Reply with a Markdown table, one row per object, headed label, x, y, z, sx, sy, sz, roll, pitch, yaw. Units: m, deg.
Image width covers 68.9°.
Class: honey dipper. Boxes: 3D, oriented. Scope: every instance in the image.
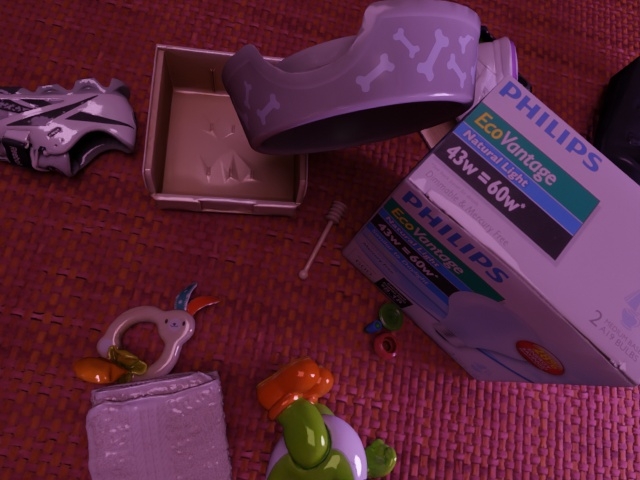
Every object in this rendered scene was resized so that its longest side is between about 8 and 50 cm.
| label | x | y | z | sx | sy | sz | roll | pitch | yaw |
| --- | --- | --- | --- | --- | --- | --- | --- | --- | --- |
| honey dipper | 0.000 | 0.000 | 0.856 | 0.031 | 0.030 | 0.160 | 30 | 75 | -1 |

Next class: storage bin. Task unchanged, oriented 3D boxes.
| label | x | y | z | sx | sy | sz | roll | pitch | yaw |
| --- | --- | --- | --- | --- | --- | --- | --- | --- | --- |
| storage bin | -0.159 | -0.187 | 0.830 | 0.263 | 0.123 | 0.260 | 3 | 74 | -9 |

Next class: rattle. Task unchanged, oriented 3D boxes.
| label | x | y | z | sx | sy | sz | roll | pitch | yaw |
| --- | --- | --- | --- | --- | --- | --- | --- | --- | --- |
| rattle | -0.261 | 0.131 | 0.720 | 0.200 | 0.142 | 0.130 | -34 | 58 | -8 |

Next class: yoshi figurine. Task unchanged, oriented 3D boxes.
| label | x | y | z | sx | sy | sz | roll | pitch | yaw |
| --- | --- | --- | --- | --- | --- | --- | --- | --- | --- |
| yoshi figurine | 0.063 | 0.332 | 0.648 | 0.204 | 0.203 | 0.362 | -10 | 57 | -36 |

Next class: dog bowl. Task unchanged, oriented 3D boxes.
| label | x | y | z | sx | sy | sz | roll | pitch | yaw |
| --- | --- | --- | --- | --- | --- | --- | --- | --- | --- |
| dog bowl | 0.046 | -0.199 | 0.644 | 0.349 | 0.349 | 0.102 | -11 | 94 | -12 |

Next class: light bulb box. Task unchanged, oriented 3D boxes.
| label | x | y | z | sx | sy | sz | roll | pitch | yaw |
| --- | --- | --- | --- | --- | --- | --- | --- | --- | --- |
| light bulb box | 0.265 | 0.020 | 0.719 | 0.358 | 0.361 | 0.225 | 43 | 72 | 4 |

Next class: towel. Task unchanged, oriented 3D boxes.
| label | x | y | z | sx | sy | sz | roll | pitch | yaw |
| --- | --- | --- | --- | --- | --- | --- | --- | --- | --- |
| towel | -0.221 | 0.331 | 0.670 | 0.187 | 0.049 | 0.281 | -8 | 98 | -12 |

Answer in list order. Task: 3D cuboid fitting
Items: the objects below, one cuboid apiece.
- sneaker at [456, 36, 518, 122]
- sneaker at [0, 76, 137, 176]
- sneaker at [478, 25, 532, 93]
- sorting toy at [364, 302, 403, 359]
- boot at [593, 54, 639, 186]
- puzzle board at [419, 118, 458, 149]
| label | x | y | z | sx | sy | sz | roll | pitch | yaw |
| --- | --- | --- | --- | --- | --- | --- | --- | --- | --- |
| sneaker | 0.317 | -0.251 | 0.943 | 0.152 | 0.114 | 0.304 | 0 | 80 | 20 |
| sneaker | -0.475 | -0.169 | 0.772 | 0.331 | 0.122 | 0.146 | -16 | 76 | -13 |
| sneaker | 0.381 | -0.378 | 0.997 | 0.067 | 0.078 | 0.188 | -35 | 84 | -16 |
| sorting toy | 0.109 | 0.161 | 0.827 | 0.061 | 0.042 | 0.101 | 23 | 59 | -19 |
| boot | 0.701 | -0.122 | 0.959 | 0.367 | 0.146 | 0.445 | 41 | 59 | -15 |
| puzzle board | 0.264 | -0.210 | 0.967 | 0.097 | 0.011 | 0.128 | -27 | 81 | -17 |
